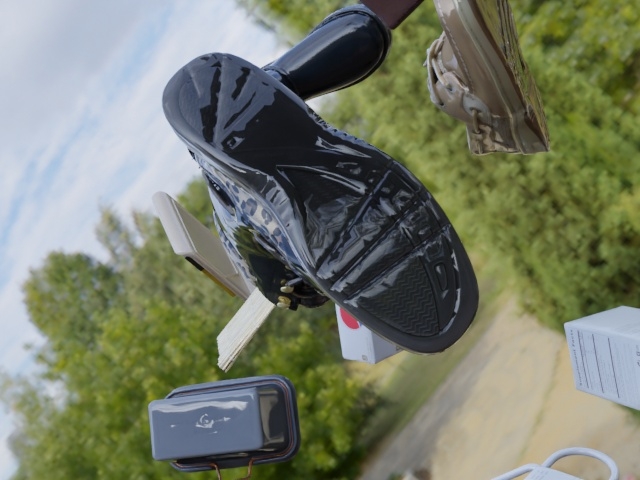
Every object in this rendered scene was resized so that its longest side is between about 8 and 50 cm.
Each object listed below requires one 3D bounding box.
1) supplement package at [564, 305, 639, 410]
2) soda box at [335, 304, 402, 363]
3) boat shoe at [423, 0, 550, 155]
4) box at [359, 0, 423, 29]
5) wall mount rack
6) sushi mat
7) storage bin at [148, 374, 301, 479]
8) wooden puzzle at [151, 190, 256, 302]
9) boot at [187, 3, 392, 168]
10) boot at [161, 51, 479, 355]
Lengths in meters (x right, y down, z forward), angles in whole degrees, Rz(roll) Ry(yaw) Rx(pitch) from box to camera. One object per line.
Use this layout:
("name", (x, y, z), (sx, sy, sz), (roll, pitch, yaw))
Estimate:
("supplement package", (0.434, 0.160, 1.498), (0.105, 0.105, 0.179), (-15, 8, -18))
("soda box", (0.065, 0.065, 1.590), (0.074, 0.216, 0.069), (-20, 16, -42))
("boat shoe", (0.170, -0.176, 1.197), (0.110, 0.121, 0.341), (-11, -26, 18))
("box", (0.059, -0.317, 0.862), (0.168, 0.203, 0.167), (-40, 12, 40))
("wall mount rack", (0.286, 0.428, 1.613), (0.350, 0.304, 0.130), (-29, -58, -44))
("sushi mat", (-0.067, 0.060, 1.743), (0.316, 0.019, 0.151), (-53, 14, 6))
("storage bin", (-0.096, 0.179, 1.023), (0.135, 0.098, 0.091), (-9, -10, 12))
("wooden puzzle", (-0.228, 0.023, 2.163), (0.044, 0.239, 0.221), (-44, 40, 10))
("boot", (-0.040, -0.185, 1.371), (0.246, 0.094, 0.207), (-23, 20, 38))
("boot", (0.000, 0.000, 1.126), (0.138, 0.377, 0.284), (-46, -17, -15))
